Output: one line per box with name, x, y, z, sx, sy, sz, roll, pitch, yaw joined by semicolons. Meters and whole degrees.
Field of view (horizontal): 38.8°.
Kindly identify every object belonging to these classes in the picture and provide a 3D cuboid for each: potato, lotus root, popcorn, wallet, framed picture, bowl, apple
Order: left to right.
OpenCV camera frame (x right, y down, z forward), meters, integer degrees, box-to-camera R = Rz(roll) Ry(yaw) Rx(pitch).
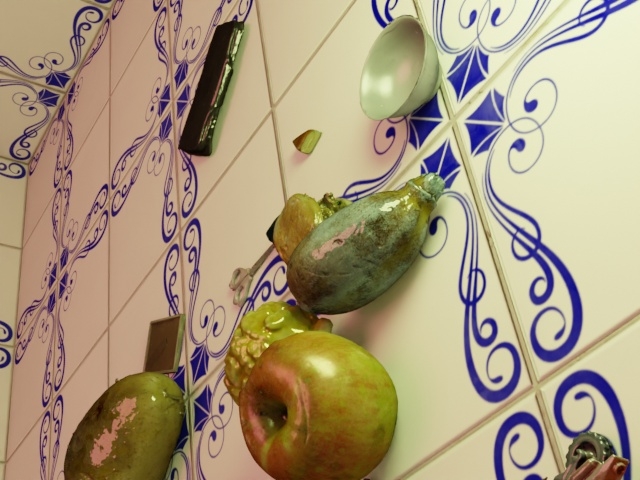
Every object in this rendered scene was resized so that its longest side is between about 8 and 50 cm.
potato;-0.453;0.461;2.134;0.269;0.219;0.359;38;103;48
framed picture;-0.402;0.270;2.331;0.203;0.015;0.150;-19;61;55
wallet;-0.288;-0.410;2.422;0.197;0.051;0.378;14;88;63
popcorn;-0.059;0.221;1.595;0.216;0.181;0.235;-8;107;20
apple;0.001;0.265;1.430;0.246;0.226;0.246;-5;83;46
lotus root;0.079;0.010;1.496;0.322;0.158;0.140;-39;19;27
bowl;0.155;-0.288;1.580;0.189;0.086;0.189;-29;54;51

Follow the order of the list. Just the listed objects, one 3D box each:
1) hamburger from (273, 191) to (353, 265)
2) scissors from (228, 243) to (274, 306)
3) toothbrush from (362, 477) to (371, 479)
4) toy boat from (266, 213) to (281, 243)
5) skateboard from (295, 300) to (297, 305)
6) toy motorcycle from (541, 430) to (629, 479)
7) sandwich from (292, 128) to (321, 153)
hamburger;0.000;0.000;1.674;0.185;0.131;0.159;-62;40;32
scissors;-0.149;0.066;2.003;0.189;0.015;0.100;-48;40;34
toothbrush;0.143;0.434;1.317;0.024;0.029;0.354;-60;30;-1
toy boat;-0.075;-0.024;1.875;0.141;0.060;0.055;-35;48;58
skateboard;-0.084;0.147;1.812;0.083;0.064;0.032;-38;37;31
toy motorcycle;0.297;0.332;1.056;0.213;0.084;0.118;-66;22;5
sandwich;-0.032;-0.203;1.910;0.083;0.031;0.044;-26;51;56
